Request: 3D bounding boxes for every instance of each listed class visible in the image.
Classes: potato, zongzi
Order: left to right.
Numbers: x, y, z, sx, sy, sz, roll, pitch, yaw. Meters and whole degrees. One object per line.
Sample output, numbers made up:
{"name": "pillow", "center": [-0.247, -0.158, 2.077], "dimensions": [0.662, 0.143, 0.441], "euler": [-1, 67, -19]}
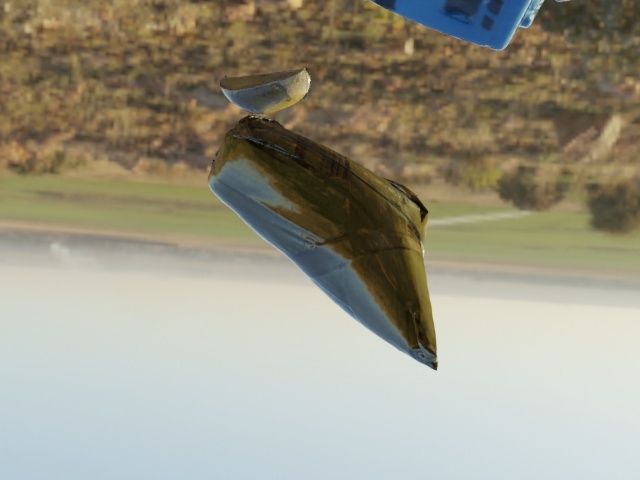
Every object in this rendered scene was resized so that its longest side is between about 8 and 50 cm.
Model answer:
{"name": "potato", "center": [-0.053, -0.128, 0.988], "dimensions": [0.093, 0.037, 0.036], "euler": [0, -151, 33]}
{"name": "zongzi", "center": [0.000, 0.000, 1.141], "dimensions": [0.260, 0.123, 0.289], "euler": [28, -155, -14]}

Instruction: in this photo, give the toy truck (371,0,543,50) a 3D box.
{"name": "toy truck", "center": [0.110, -0.280, 0.651], "dimensions": [0.162, 0.161, 0.385], "euler": [25, 158, 4]}
